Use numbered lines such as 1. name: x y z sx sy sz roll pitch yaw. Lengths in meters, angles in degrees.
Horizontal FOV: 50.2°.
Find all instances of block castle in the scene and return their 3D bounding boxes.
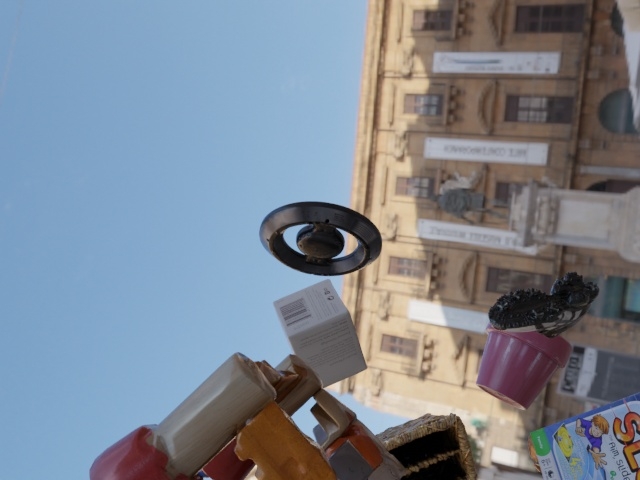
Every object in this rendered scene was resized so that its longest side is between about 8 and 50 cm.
1. block castle: 0.013 0.330 0.638 0.213 0.453 0.303 -44 -13 1

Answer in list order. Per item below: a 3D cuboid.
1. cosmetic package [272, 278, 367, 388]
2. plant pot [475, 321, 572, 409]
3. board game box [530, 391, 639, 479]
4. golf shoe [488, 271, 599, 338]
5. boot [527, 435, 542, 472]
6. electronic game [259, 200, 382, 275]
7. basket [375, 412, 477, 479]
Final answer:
1. cosmetic package: -0.001 0.222 1.598 0.151 0.151 0.184 -121 10 -57
2. plant pot: 0.464 0.290 1.609 0.180 0.201 0.201 -61 -30 -11
3. board game box: 0.260 0.237 0.553 0.035 0.136 0.201 8 -123 -32
4. golf shoe: 0.336 0.118 1.032 0.198 0.077 0.094 -12 -53 -23
5. boot: 0.468 0.432 1.235 0.073 0.152 0.197 -31 -72 -45
6. electronic game: 0.000 0.000 1.262 0.229 0.229 0.048 60 -148 -51
7. basket: 0.149 0.477 1.305 0.223 0.299 0.214 109 141 -76
